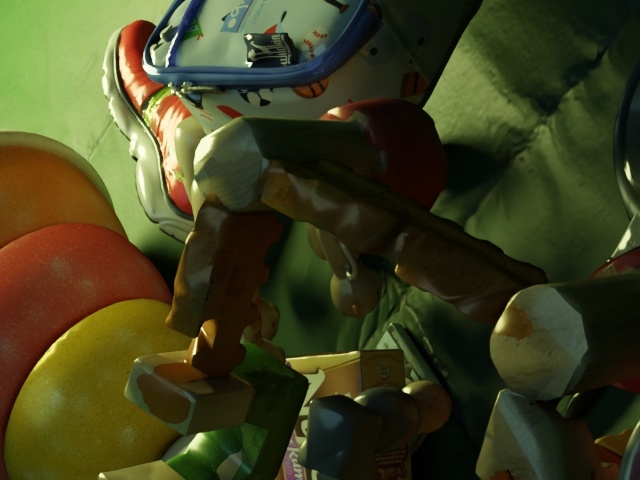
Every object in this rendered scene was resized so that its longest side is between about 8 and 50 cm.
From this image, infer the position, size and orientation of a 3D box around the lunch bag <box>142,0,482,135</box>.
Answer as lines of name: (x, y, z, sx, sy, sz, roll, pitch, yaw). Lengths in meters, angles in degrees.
lunch bag: (0.002, -0.204, 1.000, 0.243, 0.115, 0.303, 9, 63, 43)

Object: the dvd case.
dvd case: (0.048, 0.135, 1.025, 0.119, 0.013, 0.087, -59, 40, 25)

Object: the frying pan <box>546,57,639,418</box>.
frying pan: (0.208, -0.034, 0.828, 0.326, 0.053, 0.197, -41, 49, 36)

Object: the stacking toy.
stacking toy: (-0.209, 0.141, 1.185, 0.480, 0.350, 0.350, 33, 108, 36)

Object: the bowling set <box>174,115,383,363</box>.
bowling set: (0.000, 0.000, 1.030, 0.287, 0.200, 0.154, -104, 1, -61)

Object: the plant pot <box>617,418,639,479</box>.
plant pot: (0.243, 0.129, 0.617, 0.201, 0.180, 0.201, -17, 68, 51)

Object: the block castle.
block castle: (0.039, 0.167, 0.800, 0.303, 0.213, 0.453, 30, 110, 34)

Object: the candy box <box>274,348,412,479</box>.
candy box: (0.014, 0.177, 1.000, 0.109, 0.053, 0.186, -9, 83, 45)

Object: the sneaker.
sneaker: (-0.121, -0.118, 1.279, 0.118, 0.107, 0.279, -38, 53, 19)
